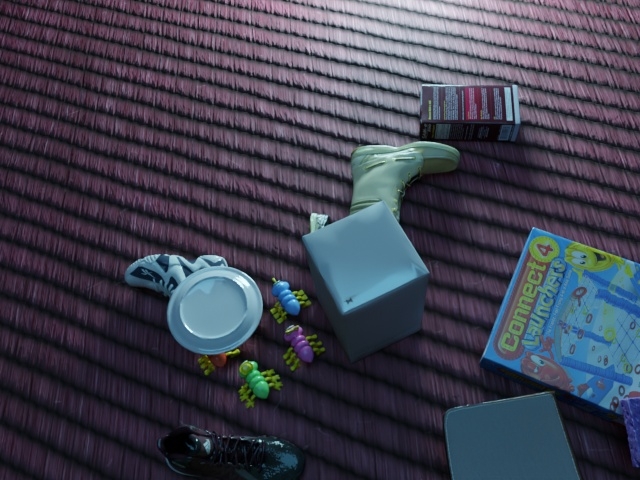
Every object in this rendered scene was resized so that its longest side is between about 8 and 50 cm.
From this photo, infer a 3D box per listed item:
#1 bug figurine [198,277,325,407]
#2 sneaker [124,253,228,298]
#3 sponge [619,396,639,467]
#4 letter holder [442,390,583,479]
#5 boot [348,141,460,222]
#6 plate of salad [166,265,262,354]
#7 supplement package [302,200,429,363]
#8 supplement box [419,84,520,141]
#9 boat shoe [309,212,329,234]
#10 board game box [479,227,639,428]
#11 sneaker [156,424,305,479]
[{"bbox_3d":[-0.123,0.212,1.254,0.279,0.072,0.216,-35,64,-13],"label":"bug figurine"},{"bbox_3d":[-0.326,0.118,1.314,0.235,0.094,0.153,1,53,-5],"label":"sneaker"},{"bbox_3d":[0.644,0.330,1.049,0.210,0.031,0.117,-4,74,-9],"label":"sponge"},{"bbox_3d":[0.337,0.446,1.033,0.215,0.152,0.301,-11,61,3],"label":"letter holder"},{"bbox_3d":[0.197,-0.128,1.390,0.262,0.095,0.203,0,61,8],"label":"boot"},{"bbox_3d":[-0.220,0.147,1.237,0.200,0.048,0.199,-1,61,2],"label":"plate of salad"},{"bbox_3d":[0.092,0.092,1.169,0.175,0.293,0.177,-24,62,-7],"label":"supplement package"},{"bbox_3d":[0.372,-0.322,1.490,0.240,0.073,0.130,3,61,7],"label":"supplement box"},{"bbox_3d":[0.000,0.000,1.365,0.049,0.056,0.152,-6,61,9],"label":"boat shoe"},{"bbox_3d":[0.518,0.167,1.182,0.302,0.086,0.308,21,72,16],"label":"board game box"},{"bbox_3d":[-0.175,0.405,1.102,0.282,0.162,0.106,1,62,7],"label":"sneaker"}]
